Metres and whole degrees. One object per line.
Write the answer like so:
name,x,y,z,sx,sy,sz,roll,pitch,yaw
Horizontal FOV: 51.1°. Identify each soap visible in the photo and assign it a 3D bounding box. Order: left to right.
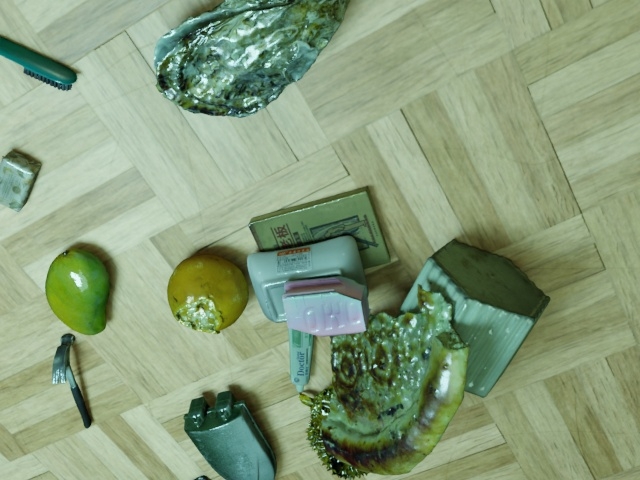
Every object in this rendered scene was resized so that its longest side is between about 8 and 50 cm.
soap,0.014,0.118,1.180,0.149,0.056,0.100,-5,121,5

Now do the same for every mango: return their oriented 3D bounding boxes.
mango,-0.472,0.102,1.298,0.122,0.085,0.191,12,118,-7

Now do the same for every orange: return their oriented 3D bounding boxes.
orange,-0.213,0.102,1.257,0.154,0.134,0.155,1,112,3

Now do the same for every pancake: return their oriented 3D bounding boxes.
pancake,0.111,0.257,1.185,0.066,0.305,0.426,-1,163,-33

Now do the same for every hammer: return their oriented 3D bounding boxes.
hammer,-0.524,0.323,1.427,0.029,0.103,0.246,-3,126,-2

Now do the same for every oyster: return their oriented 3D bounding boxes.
oyster,-0.093,-0.309,1.031,0.351,0.158,0.162,-29,156,10

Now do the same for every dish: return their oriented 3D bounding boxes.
dish,-0.024,0.086,1.239,0.212,0.077,0.151,-10,120,9

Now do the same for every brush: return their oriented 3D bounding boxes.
brush,-0.497,-0.299,1.105,0.193,0.043,0.032,24,134,-8

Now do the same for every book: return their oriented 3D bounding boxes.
book,0.000,0.000,1.248,0.230,0.026,0.161,-15,117,12

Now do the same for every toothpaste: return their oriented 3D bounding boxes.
toothpaste,-0.040,0.219,1.366,0.064,0.041,0.218,-2,117,-8

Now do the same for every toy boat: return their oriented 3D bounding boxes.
toy boat,-0.182,0.463,1.483,0.141,0.092,0.320,-15,124,11

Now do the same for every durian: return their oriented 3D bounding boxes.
durian,0.053,0.404,1.406,0.237,0.138,0.193,28,116,-10

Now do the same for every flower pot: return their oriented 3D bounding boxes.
flower pot,0.266,0.137,1.204,0.239,0.209,0.190,21,118,-7

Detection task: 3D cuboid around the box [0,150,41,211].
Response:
box,-0.553,-0.107,1.210,0.062,0.045,0.098,25,116,-12

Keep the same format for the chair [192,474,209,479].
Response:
chair,-0.245,0.682,1.600,0.140,0.221,0.145,-41,152,21
